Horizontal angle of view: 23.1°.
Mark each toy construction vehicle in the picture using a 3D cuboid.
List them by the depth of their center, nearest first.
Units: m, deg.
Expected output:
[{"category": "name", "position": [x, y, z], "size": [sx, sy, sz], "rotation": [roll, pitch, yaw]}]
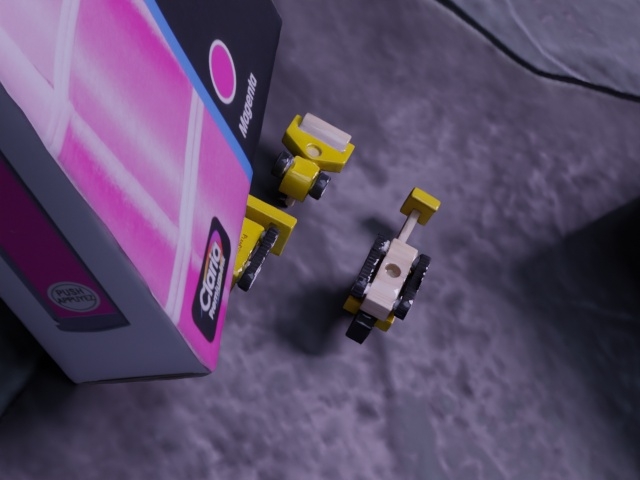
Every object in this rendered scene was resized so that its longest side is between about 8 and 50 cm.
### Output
[{"category": "toy construction vehicle", "position": [0.000, 0.000, 0.630], "size": [0.086, 0.035, 0.098], "rotation": [26, 48, -2]}]

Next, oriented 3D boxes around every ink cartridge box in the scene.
[{"category": "ink cartridge box", "position": [-0.111, -0.125, 0.467], "size": [0.371, 0.069, 0.176], "rotation": [58, 32, -47]}]
